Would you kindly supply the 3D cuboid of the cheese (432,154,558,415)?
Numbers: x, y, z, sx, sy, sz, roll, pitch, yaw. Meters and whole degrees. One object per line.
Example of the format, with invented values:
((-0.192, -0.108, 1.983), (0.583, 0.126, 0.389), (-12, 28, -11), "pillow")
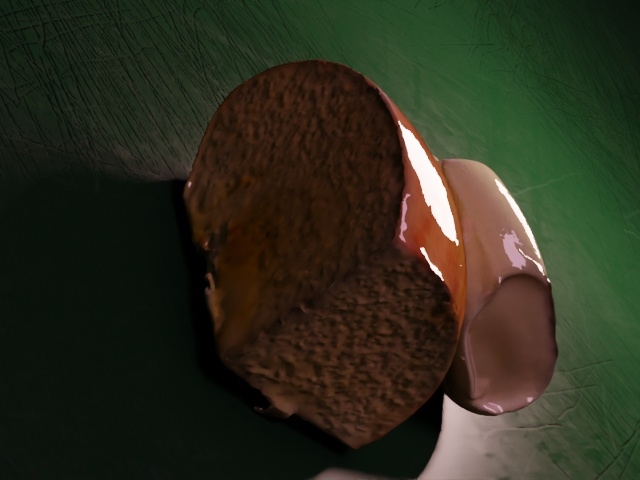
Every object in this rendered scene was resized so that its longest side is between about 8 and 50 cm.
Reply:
((0.155, 0.046, 1.637), (0.233, 0.127, 0.266), (-113, -172, -48), "cheese")

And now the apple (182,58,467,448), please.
((0.000, 0.000, 1.460), (0.252, 0.314, 0.309), (-1, 43, -7), "apple")
